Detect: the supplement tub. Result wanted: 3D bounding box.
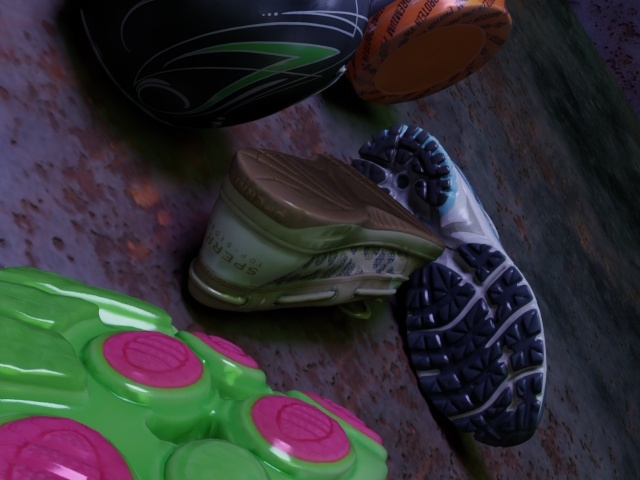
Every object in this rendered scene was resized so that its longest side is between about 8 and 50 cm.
[{"bbox_3d":[0.044,-0.297,1.092,0.193,0.193,0.316,11,52,-59],"label":"supplement tub"}]

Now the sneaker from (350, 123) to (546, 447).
[{"bbox_3d":[0.126,0.036,0.973,0.122,0.110,0.283,27,39,-55],"label":"sneaker"}]

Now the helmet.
[{"bbox_3d":[-0.053,-0.160,0.761,0.169,0.161,0.169,42,37,-43],"label":"helmet"}]

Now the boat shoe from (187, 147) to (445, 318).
[{"bbox_3d":[0.000,0.000,0.816,0.104,0.089,0.285,40,13,24],"label":"boat shoe"}]

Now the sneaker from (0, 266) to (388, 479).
[{"bbox_3d":[-0.089,0.145,0.378,0.185,0.202,0.483,29,11,-2],"label":"sneaker"}]
